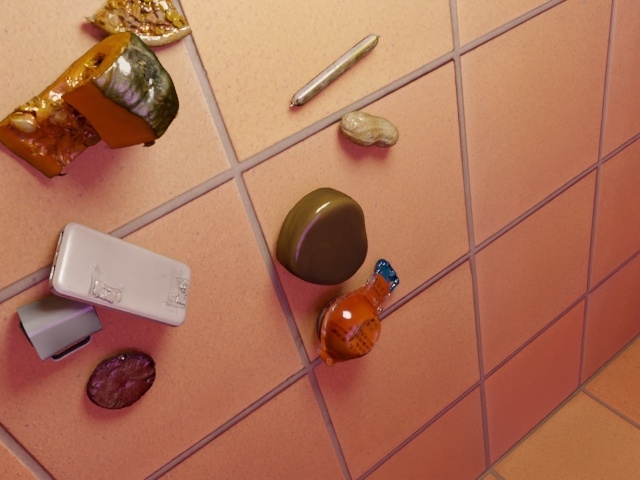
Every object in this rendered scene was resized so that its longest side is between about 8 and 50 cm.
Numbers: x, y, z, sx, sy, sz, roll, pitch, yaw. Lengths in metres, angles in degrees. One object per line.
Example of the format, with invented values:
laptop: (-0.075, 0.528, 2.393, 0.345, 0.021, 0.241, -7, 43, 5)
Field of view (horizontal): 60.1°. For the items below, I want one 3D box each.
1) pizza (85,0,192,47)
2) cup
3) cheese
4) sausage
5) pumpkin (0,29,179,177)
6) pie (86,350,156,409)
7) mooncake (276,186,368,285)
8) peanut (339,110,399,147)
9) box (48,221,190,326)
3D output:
pizza: (-0.298, -0.395, 0.942, 0.178, 0.041, 0.131, 6, 108, -39)
cup: (-0.497, 0.168, 1.065, 0.129, 0.095, 0.128, -26, 127, -25)
cheese: (0.107, 0.201, 1.520, 0.329, 0.129, 0.217, -52, 131, -18)
sausage: (0.034, -0.374, 1.209, 0.269, 0.033, 0.033, -41, 132, -12)
pumpkin: (-0.366, -0.202, 0.895, 0.280, 0.190, 0.139, -45, 133, -7)
pie: (-0.438, 0.310, 1.226, 0.154, 0.036, 0.154, -18, 123, -29)
mooncake: (0.000, 0.000, 1.332, 0.234, 0.117, 0.235, -16, 122, -27)
peanut: (0.118, -0.256, 1.308, 0.174, 0.080, 0.080, 4, 111, -38)
box: (-0.380, 0.073, 1.089, 0.285, 0.044, 0.142, 27, 55, -42)
